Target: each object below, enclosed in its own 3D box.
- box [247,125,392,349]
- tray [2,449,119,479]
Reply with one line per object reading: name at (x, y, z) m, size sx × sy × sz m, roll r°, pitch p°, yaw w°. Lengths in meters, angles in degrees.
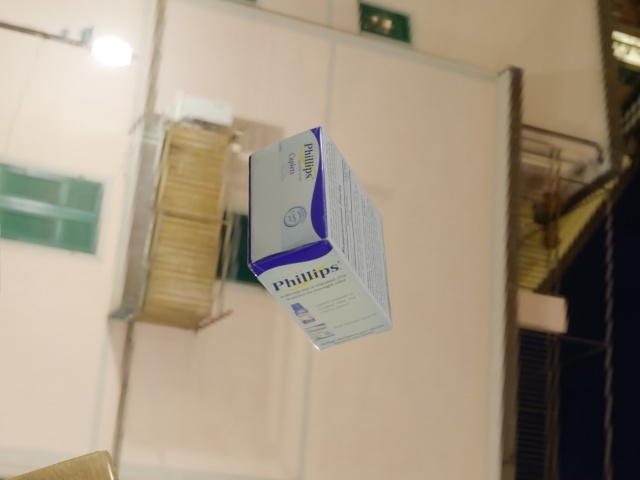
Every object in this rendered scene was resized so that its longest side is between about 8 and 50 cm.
box at (0.000, 0.000, 0.945) m, size 0.072 × 0.137 × 0.126 m, roll -18°, pitch -133°, yaw 17°
tray at (-0.073, 0.205, 0.130) m, size 0.411 × 0.203 × 0.076 m, roll -128°, pitch -152°, yaw -53°
